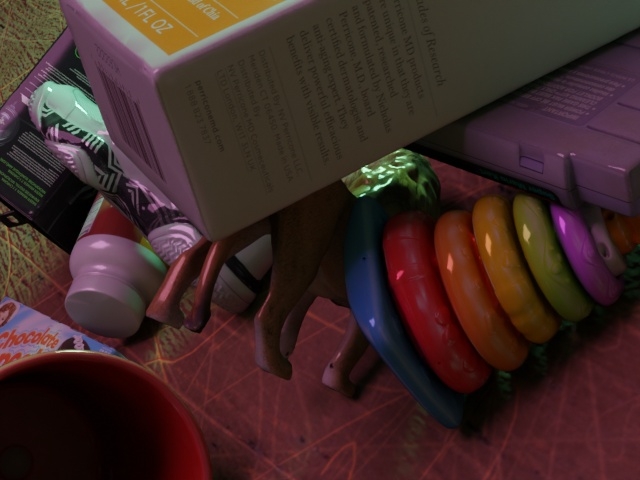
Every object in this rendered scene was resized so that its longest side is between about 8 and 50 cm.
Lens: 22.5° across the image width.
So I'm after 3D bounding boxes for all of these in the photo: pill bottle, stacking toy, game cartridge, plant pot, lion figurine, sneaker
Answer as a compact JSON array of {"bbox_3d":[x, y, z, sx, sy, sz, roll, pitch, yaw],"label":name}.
[{"bbox_3d":[-0.224,0.004,1.902,0.121,0.121,0.216,-22,38,40],"label":"pill bottle"},{"bbox_3d":[0.185,0.012,1.307,0.302,0.166,0.175,-25,43,18],"label":"stacking toy"},{"bbox_3d":[0.193,-0.134,1.358,0.230,0.068,0.355,-40,39,-23],"label":"game cartridge"},{"bbox_3d":[-0.272,0.232,1.559,0.275,0.275,0.243,-56,19,-14],"label":"plant pot"},{"bbox_3d":[0.000,0.000,1.419,0.142,0.392,0.240,25,90,17],"label":"lion figurine"},{"bbox_3d":[-0.149,-0.102,1.781,0.210,0.137,0.366,-47,66,-2],"label":"sneaker"}]

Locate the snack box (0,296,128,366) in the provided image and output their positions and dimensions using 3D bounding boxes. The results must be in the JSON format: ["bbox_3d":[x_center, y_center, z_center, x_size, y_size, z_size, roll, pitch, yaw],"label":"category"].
[{"bbox_3d":[-0.351,0.182,1.898,0.187,0.060,0.322,-53,32,-14],"label":"snack box"}]

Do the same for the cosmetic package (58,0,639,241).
[{"bbox_3d":[0.041,-0.200,1.327,0.453,0.161,0.230,-27,35,-16],"label":"cosmetic package"}]

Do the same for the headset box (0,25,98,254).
[{"bbox_3d":[-0.299,-0.122,2.025,0.283,0.131,0.246,-53,-14,-6],"label":"headset box"}]
